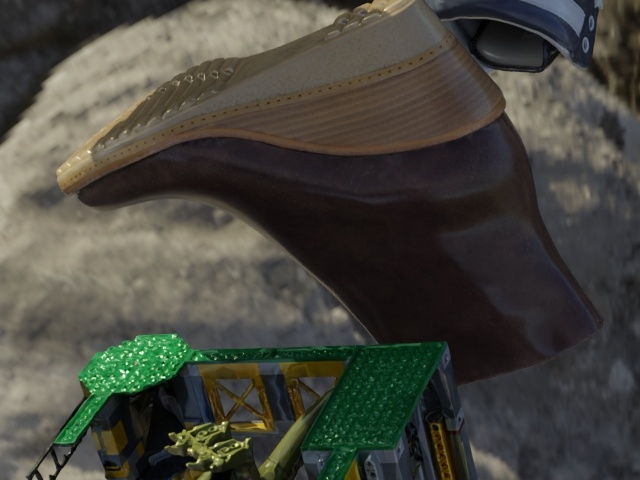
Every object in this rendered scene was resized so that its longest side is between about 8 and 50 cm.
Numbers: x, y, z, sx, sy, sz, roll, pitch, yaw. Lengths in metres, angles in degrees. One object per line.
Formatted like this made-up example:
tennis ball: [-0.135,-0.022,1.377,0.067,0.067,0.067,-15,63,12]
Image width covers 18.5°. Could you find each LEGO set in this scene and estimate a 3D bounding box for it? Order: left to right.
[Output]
LEGO set: [-0.042,0.195,0.953,0.255,0.192,0.331,-7,25,15]

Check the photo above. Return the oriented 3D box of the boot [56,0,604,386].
boot: [0.000,0.000,1.018,0.248,0.090,0.207,-19,110,30]

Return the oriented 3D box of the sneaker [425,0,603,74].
sneaker: [0.164,-0.163,1.127,0.099,0.282,0.153,0,86,52]
